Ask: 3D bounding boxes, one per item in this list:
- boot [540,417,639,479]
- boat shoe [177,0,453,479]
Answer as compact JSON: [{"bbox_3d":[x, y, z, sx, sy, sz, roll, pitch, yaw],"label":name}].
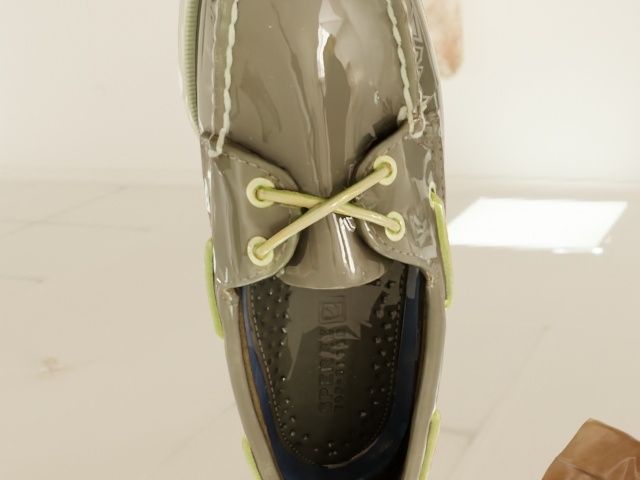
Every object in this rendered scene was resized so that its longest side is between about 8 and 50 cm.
[{"bbox_3d":[0.384,0.236,1.016,0.264,0.096,0.280,-53,-159,-13],"label":"boot"},{"bbox_3d":[0.005,-0.001,0.402,0.109,0.305,0.091,-7,-151,-6],"label":"boat shoe"}]
